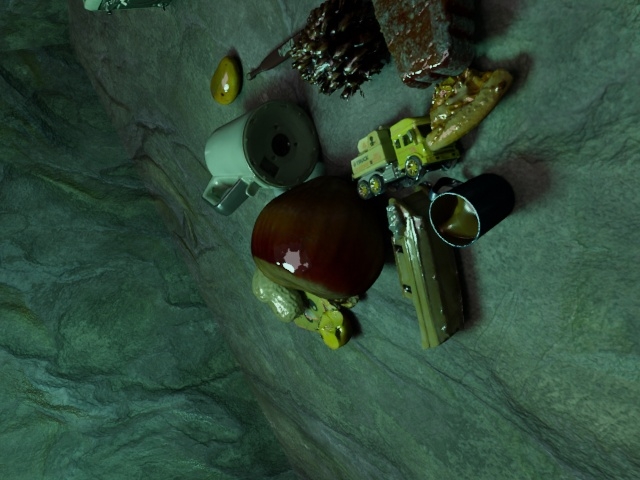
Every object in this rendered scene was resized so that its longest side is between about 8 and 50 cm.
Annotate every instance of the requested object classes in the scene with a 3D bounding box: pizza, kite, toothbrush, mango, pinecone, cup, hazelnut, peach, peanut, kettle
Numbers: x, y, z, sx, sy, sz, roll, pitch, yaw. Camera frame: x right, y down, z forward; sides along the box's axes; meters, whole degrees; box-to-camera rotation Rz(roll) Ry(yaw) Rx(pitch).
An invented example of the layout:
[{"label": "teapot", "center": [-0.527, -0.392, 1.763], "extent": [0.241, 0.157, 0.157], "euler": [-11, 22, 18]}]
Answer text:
[{"label": "pizza", "center": [0.267, -0.276, 0.792], "extent": [0.182, 0.062, 0.161], "euler": [-32, 50, 37]}, {"label": "kite", "center": [-0.053, 0.278, 1.744], "extent": [0.327, 0.013, 0.378], "euler": [48, 143, 21]}, {"label": "toothbrush", "center": [-0.138, -0.537, 1.239], "extent": [0.364, 0.040, 0.041], "euler": [1, 114, 55]}, {"label": "mango", "center": [-0.329, -0.552, 1.460], "extent": [0.178, 0.090, 0.115], "euler": [-38, 74, 50]}, {"label": "pinecone", "center": [0.049, -0.420, 0.919], "extent": [0.221, 0.221, 0.222], "euler": [34, 139, 37]}, {"label": "cup", "center": [0.302, -0.081, 0.851], "extent": [0.150, 0.138, 0.113], "euler": [58, 148, 7]}, {"label": "hazelnut", "center": [0.000, 0.000, 1.186], "extent": [0.409, 0.359, 0.359], "euler": [19, 128, 51]}, {"label": "peach", "center": [0.061, 0.329, 1.525], "extent": [0.151, 0.118, 0.151], "euler": [-23, 57, 42]}, {"label": "peanut", "center": [-0.190, 0.209, 1.730], "extent": [0.291, 0.159, 0.143], "euler": [58, 169, 7]}, {"label": "kettle", "center": [-0.231, -0.239, 1.329], "extent": [0.250, 0.361, 0.376], "euler": [31, 168, -32]}]

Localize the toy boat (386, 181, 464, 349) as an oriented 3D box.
[{"label": "toy boat", "center": [0.256, 0.085, 1.053], "extent": [0.162, 0.135, 0.446], "euler": [13, 125, 57]}]

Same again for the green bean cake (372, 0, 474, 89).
[{"label": "green bean cake", "center": [0.185, -0.405, 0.778], "extent": [0.198, 0.097, 0.233], "euler": [-9, 89, 52]}]

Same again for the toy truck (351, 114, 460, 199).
[{"label": "toy truck", "center": [0.176, -0.200, 0.965], "extent": [0.272, 0.124, 0.157], "euler": [-17, 90, 61]}]

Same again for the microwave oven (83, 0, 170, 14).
[{"label": "microwave oven", "center": [-0.615, -0.921, 1.359], "extent": [0.394, 0.333, 0.247], "euler": [9, 117, 54]}]

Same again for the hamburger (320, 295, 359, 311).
[{"label": "hamburger", "center": [0.028, 0.143, 1.445], "extent": [0.262, 0.124, 0.131], "euler": [52, 165, 25]}]

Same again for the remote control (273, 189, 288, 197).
[{"label": "remote control", "center": [-0.112, -0.150, 1.498], "extent": [0.184, 0.027, 0.050], "euler": [31, 137, 39]}]
